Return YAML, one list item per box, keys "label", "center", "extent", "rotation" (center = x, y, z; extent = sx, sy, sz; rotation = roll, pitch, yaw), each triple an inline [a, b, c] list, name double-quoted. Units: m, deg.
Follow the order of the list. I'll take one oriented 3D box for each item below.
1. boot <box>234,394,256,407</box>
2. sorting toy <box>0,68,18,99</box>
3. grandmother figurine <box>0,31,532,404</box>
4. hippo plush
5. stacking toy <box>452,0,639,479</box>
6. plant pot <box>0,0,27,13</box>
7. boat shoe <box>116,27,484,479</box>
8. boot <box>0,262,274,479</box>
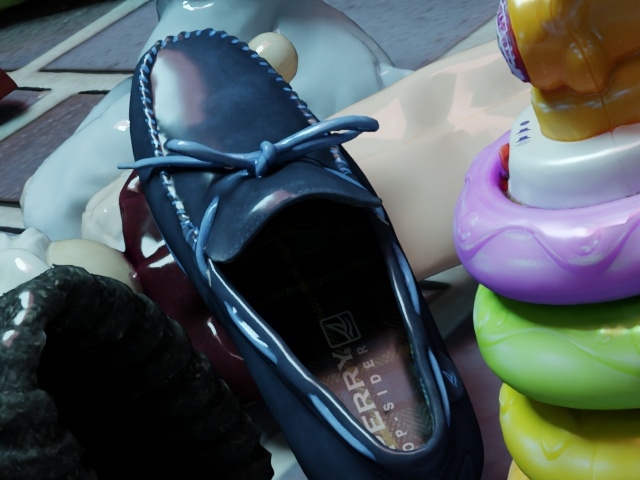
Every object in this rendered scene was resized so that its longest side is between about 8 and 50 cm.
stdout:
- label: "boot"
  center: [-0.041, 0.049, 0.946]
  extent: [0.118, 0.042, 0.087]
  rotation: [-36, 31, -24]
- label: "sorting toy"
  center: [-0.372, -0.114, 1.590]
  extent: [0.365, 0.127, 0.126]
  rotation: [13, 72, 60]
- label: "grandmother figurine"
  center: [-0.008, -0.001, 0.891]
  extent: [0.342, 0.104, 0.208]
  rotation: [-20, 48, -10]
- label: "hippo plush"
  center: [-0.079, -0.118, 1.088]
  extent: [0.294, 0.236, 0.234]
  rotation: [1, 33, 46]
- label: "stacking toy"
  center: [0.101, 0.011, 0.539]
  extent: [0.166, 0.301, 0.175]
  rotation: [-15, 25, 19]
- label: "plant pot"
  center: [-0.220, -0.326, 1.710]
  extent: [0.254, 0.276, 0.276]
  rotation: [4, 33, 28]
- label: "boat shoe"
  center: [0.000, 0.000, 0.781]
  extent: [0.109, 0.089, 0.258]
  rotation: [-28, 61, -14]
- label: "boot"
  center: [-0.202, 0.057, 0.728]
  extent: [0.260, 0.348, 0.131]
  rotation: [-5, 63, 43]
